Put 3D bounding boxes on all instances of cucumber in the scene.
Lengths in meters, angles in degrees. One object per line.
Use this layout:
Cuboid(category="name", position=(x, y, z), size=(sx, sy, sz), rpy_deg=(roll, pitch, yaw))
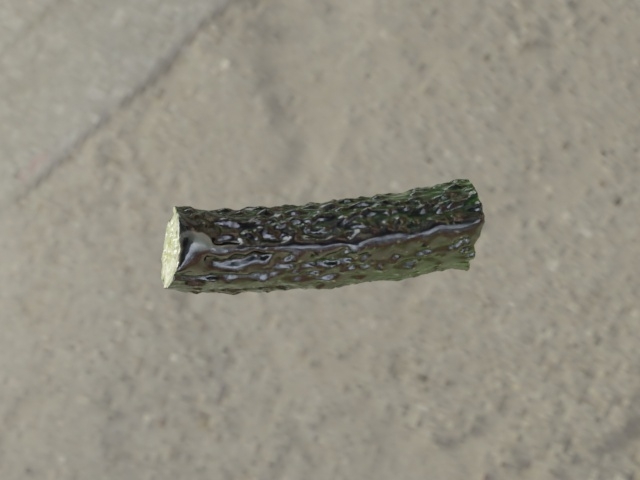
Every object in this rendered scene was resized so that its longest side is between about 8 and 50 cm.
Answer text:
Cuboid(category="cucumber", position=(0.000, 0.000, 1.079), size=(0.187, 0.058, 0.058), rpy_deg=(-6, 65, -15))
